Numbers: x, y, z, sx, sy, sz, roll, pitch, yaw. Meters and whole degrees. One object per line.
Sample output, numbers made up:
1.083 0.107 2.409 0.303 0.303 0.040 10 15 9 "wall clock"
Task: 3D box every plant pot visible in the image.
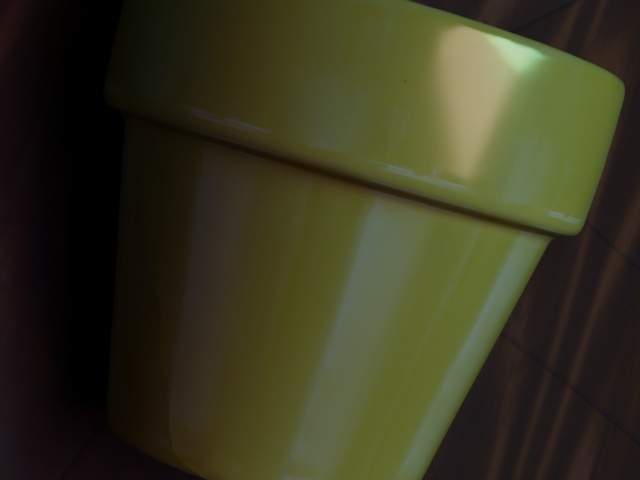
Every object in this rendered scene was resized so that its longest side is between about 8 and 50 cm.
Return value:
0.000 0.000 0.838 0.254 0.254 0.239 12 94 -51 "plant pot"
